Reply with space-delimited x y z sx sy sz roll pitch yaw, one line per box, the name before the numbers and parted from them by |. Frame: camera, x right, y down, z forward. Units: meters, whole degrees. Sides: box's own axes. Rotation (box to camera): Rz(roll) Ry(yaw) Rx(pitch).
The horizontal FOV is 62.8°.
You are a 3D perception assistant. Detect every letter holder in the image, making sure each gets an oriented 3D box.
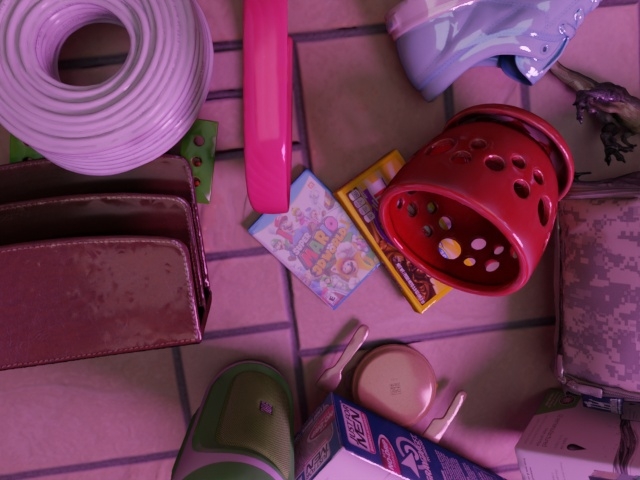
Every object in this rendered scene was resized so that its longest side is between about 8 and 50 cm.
letter holder | -0.295 0.013 0.602 0.302 0.152 0.214 -7 103 -6

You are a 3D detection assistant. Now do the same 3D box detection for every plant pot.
plant pot | 0.189 -0.056 0.632 0.191 0.191 0.174 39 66 -8

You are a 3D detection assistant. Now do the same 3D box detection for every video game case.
video game case | 0.000 0.000 0.729 0.166 0.015 0.119 43 94 -8

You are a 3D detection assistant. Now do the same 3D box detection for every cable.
cable | -0.250 -0.207 0.588 0.257 0.089 0.257 -19 84 -2

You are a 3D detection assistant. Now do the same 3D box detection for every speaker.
speaker | -0.094 0.244 0.618 0.131 0.296 0.131 0 99 -3

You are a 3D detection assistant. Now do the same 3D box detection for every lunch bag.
lunch bag | 0.432 0.055 0.673 0.256 0.212 0.304 -2 99 14

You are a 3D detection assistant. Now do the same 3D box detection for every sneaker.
sneaker | 0.273 -0.276 0.650 0.366 0.135 0.150 -18 101 11

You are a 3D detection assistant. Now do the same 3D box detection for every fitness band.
fitness band | -0.060 -0.175 0.601 0.054 0.209 0.290 0 99 -2

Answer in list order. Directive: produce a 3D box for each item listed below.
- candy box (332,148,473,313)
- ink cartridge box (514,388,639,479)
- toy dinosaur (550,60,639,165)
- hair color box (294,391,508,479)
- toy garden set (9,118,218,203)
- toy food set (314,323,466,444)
candy box | 0.117 -0.011 0.719 0.105 0.027 0.205 -37 99 -11
ink cartridge box | 0.389 0.272 0.666 0.220 0.160 0.092 -10 101 43
toy dinosaur | 0.375 -0.176 0.688 0.268 0.064 0.118 33 55 -3
hair color box | 0.111 0.359 0.702 0.347 0.105 0.173 31 107 -18
toy garden set | -0.267 -0.071 0.688 0.245 0.049 0.203 7 102 -9
toy food set | 0.102 0.213 0.761 0.192 0.038 0.132 36 88 -2
